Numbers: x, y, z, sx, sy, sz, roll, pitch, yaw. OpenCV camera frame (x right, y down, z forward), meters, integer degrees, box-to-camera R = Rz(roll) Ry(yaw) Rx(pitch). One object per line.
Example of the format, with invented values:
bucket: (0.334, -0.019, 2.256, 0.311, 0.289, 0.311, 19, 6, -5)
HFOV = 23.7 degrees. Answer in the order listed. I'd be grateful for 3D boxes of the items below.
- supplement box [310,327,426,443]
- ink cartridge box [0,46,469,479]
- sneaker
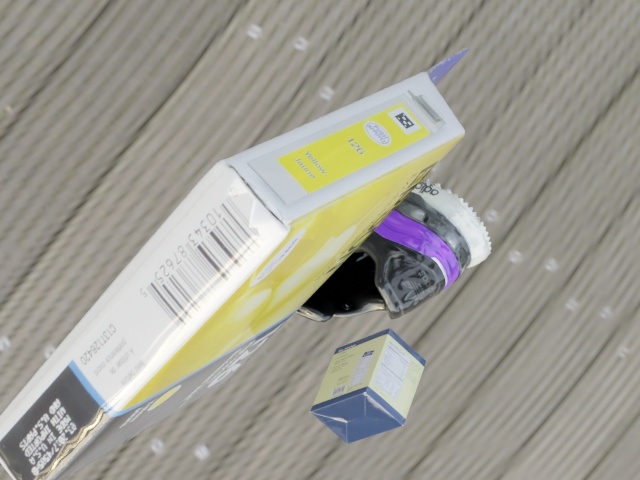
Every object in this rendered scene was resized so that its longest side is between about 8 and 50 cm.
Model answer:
supplement box: (0.047, 0.143, 1.502, 0.056, 0.083, 0.083, 43, 48, -22)
ink cartridge box: (-0.040, 0.019, 1.023, 0.307, 0.072, 0.303, -26, 162, -52)
sneaker: (0.000, -0.001, 1.378, 0.146, 0.293, 0.102, -45, 127, -25)
